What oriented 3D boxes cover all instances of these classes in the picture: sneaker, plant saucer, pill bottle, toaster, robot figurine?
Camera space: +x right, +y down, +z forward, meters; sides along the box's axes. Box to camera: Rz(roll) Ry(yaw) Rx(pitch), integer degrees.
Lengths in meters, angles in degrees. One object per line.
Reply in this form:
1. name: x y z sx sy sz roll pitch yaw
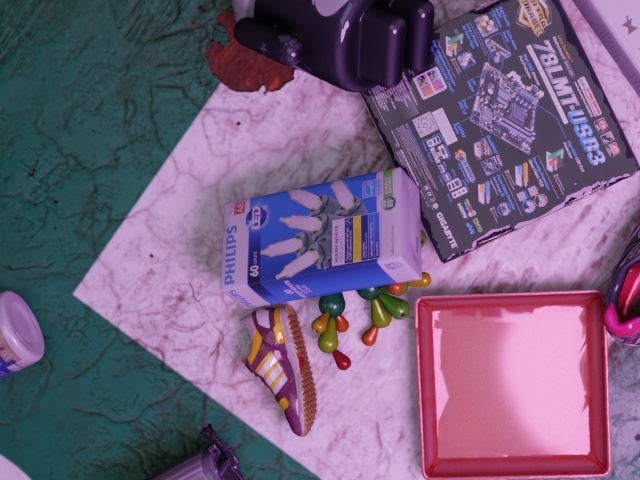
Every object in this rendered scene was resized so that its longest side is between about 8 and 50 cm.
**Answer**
1. sneaker: -0.060 0.186 1.664 0.083 0.069 0.186 -11 87 15
2. plant saucer: 0.263 0.197 1.639 0.259 0.048 0.259 -2 94 6
3. pill bottle: -0.497 0.157 1.677 0.186 0.112 0.112 -26 92 7
4. sneaker: 0.463 0.002 1.552 0.120 0.112 0.299 23 96 32
5. toaster: -0.167 0.385 1.655 0.146 0.129 0.227 -28 93 9
6. robot figurine: 0.013 -0.293 1.533 0.278 0.209 0.174 29 97 30

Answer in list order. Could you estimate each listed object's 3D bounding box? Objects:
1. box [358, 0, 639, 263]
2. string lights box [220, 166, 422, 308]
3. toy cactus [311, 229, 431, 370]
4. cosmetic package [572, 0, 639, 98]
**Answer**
1. box: 0.233 -0.161 1.601 0.293 0.073 0.296 -26 91 6
2. string lights box: 0.000 0.000 1.575 0.259 0.077 0.133 -11 62 22
3. toy cactus: 0.043 0.053 1.629 0.180 0.112 0.219 41 110 13
4. cosmetic package: 0.416 -0.374 1.524 0.217 0.156 0.385 -37 91 9
